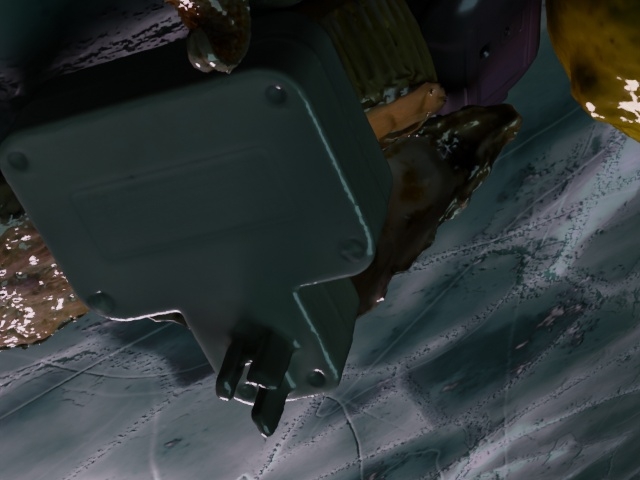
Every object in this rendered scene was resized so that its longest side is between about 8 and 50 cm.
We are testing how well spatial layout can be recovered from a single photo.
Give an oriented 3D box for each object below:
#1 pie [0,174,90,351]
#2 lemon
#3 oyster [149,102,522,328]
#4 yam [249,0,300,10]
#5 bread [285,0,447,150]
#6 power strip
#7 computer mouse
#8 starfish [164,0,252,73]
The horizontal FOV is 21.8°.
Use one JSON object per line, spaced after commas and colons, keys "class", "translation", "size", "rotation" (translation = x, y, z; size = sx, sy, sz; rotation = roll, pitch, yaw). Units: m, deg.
{"class": "pie", "translation": [-0.250, 0.031, 1.250], "size": [0.185, 0.052, 0.218], "rotation": [-32, 157, -6]}
{"class": "lemon", "translation": [0.310, -0.197, 1.265], "size": [0.310, 0.253, 0.253], "rotation": [-42, 158, -19]}
{"class": "oyster", "translation": [0.004, -0.025, 1.341], "size": [0.341, 0.166, 0.110], "rotation": [-38, -172, 10]}
{"class": "yam", "translation": [-0.032, -0.238, 0.981], "size": [0.093, 0.093, 0.259], "rotation": [-26, 154, -14]}
{"class": "bread", "translation": [-0.008, -0.106, 1.222], "size": [0.190, 0.114, 0.132], "rotation": [-24, 164, 1]}
{"class": "power strip", "translation": [-0.068, 0.004, 1.118], "size": [0.229, 0.141, 0.261], "rotation": [-12, 123, 22]}
{"class": "computer mouse", "translation": [0.127, -0.171, 1.309], "size": [0.120, 0.057, 0.232], "rotation": [-40, 162, -8]}
{"class": "starfish", "translation": [-0.136, -0.190, 0.850], "size": [0.312, 0.113, 0.303], "rotation": [-4, 158, -1]}
